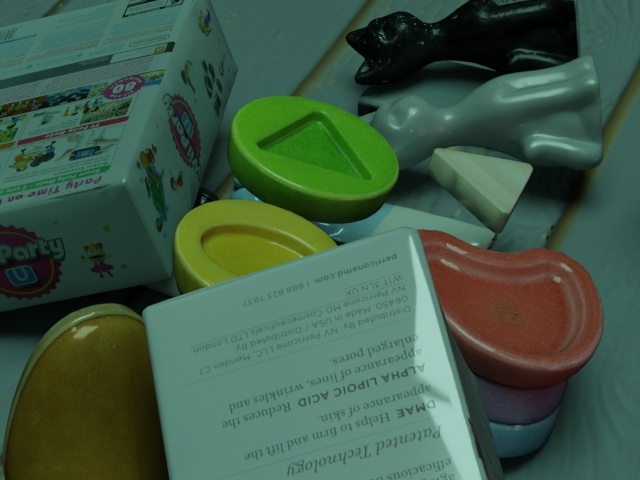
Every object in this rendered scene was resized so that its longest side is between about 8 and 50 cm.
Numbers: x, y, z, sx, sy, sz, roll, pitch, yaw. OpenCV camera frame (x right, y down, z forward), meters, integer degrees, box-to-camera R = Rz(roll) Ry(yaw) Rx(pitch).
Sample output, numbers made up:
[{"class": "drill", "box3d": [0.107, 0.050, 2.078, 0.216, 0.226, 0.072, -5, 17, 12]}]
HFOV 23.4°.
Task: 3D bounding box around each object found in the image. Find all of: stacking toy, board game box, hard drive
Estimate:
[{"class": "stacking toy", "box3d": [0.035, 0.035, 1.135, 0.309, 0.130, 0.279, 15, 34, -9]}, {"class": "board game box", "box3d": [-0.208, -0.077, 1.245, 0.224, 0.097, 0.303, -11, 34, 17]}, {"class": "hard drive", "box3d": [0.113, -0.131, 1.414, 0.135, 0.022, 0.094, 14, 42, 16]}]

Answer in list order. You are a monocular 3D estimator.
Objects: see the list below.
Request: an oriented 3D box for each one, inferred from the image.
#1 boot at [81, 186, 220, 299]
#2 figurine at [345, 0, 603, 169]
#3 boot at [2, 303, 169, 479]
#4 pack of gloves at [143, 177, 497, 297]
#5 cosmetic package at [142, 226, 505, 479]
[{"class": "boot", "box3d": [-0.147, 0.001, 1.223, 0.121, 0.045, 0.099, -3, 35, 26]}, {"class": "figurine", "box3d": [0.129, -0.136, 1.346, 0.210, 0.092, 0.215, -6, 40, 4]}, {"class": "boot", "box3d": [-0.088, 0.202, 0.808, 0.104, 0.295, 0.211, -8, 30, -28]}, {"class": "pack of gloves", "box3d": [0.000, 0.000, 1.241, 0.232, 0.046, 0.195, 19, 45, 22]}, {"class": "cosmetic package", "box3d": [0.039, 0.216, 0.755, 0.156, 0.217, 0.385, -19, 59, 6]}]
